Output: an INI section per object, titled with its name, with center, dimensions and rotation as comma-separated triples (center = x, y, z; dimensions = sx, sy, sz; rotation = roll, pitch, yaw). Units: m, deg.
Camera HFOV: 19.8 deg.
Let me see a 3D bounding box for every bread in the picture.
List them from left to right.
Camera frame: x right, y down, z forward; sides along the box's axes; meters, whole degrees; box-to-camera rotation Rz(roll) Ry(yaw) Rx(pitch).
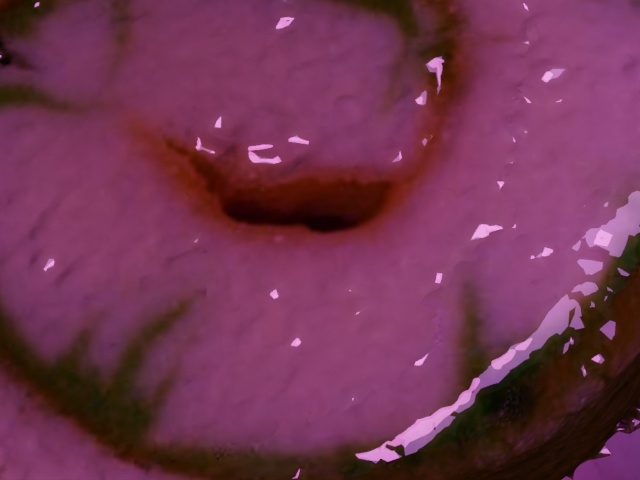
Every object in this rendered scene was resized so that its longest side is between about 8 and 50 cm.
[bread]
center = -0.039, -0.007, 0.677
dimensions = 0.366, 0.129, 0.382
rotation = 5, 72, 9
